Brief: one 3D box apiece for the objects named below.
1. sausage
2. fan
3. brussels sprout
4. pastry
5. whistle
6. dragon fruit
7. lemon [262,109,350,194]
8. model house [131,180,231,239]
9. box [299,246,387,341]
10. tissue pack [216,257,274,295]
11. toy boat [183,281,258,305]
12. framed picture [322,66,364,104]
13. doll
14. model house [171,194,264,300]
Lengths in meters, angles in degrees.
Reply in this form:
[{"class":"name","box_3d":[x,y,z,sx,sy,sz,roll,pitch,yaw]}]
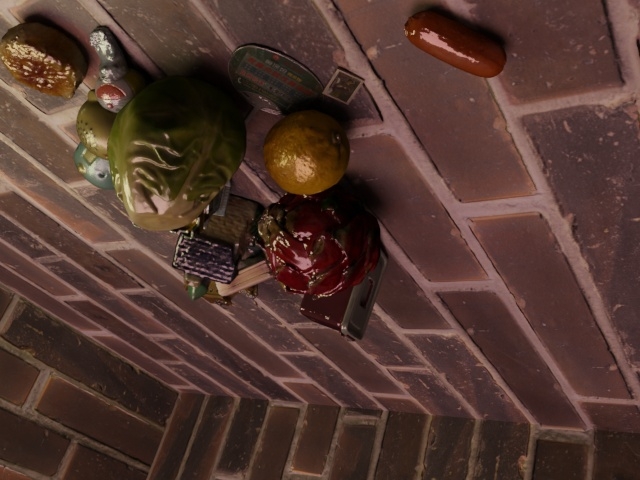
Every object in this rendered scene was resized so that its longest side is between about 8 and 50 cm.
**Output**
[{"class":"sausage","box_3d":[0.246,-0.361,1.204,0.197,0.076,0.076,24,151,-8]},{"class":"fan","box_3d":[-0.098,-0.331,1.509,0.223,0.012,0.294,11,151,7]},{"class":"brussels sprout","box_3d":[-0.340,-0.198,1.515,0.289,0.355,0.281,16,170,-31]},{"class":"pastry","box_3d":[-0.651,-0.429,1.554,0.192,0.093,0.182,24,150,-20]},{"class":"whistle","box_3d":[-0.483,-0.384,1.532,0.122,0.123,0.223,7,135,19]},{"class":"dragon fruit","box_3d":[0.002,-0.001,1.730,0.329,0.329,0.329,13,151,8]},{"class":"lemon","box_3d":[-0.030,-0.202,1.507,0.231,0.192,0.192,-13,139,45]},{"class":"model house","box_3d":[-0.387,-0.137,1.790,0.224,0.215,0.199,11,112,10]},{"class":"box","box_3d":[0.069,0.135,1.939,0.167,0.294,0.193,14,166,25]},{"class":"tissue pack","box_3d":[-0.199,0.102,2.163,0.325,0.170,0.071,-24,86,50]},{"class":"toy boat","box_3d":[-0.374,0.179,2.428,0.321,0.122,0.089,-1,151,30]},{"class":"framed picture","box_3d":[0.049,-0.333,1.420,0.066,0.007,0.089,21,149,-14]},{"class":"doll","box_3d":[-0.555,-0.260,1.712,0.177,0.161,0.261,51,144,10]},{"class":"model house","box_3d":[-0.324,0.038,2.004,0.243,0.284,0.298,21,151,3]}]
